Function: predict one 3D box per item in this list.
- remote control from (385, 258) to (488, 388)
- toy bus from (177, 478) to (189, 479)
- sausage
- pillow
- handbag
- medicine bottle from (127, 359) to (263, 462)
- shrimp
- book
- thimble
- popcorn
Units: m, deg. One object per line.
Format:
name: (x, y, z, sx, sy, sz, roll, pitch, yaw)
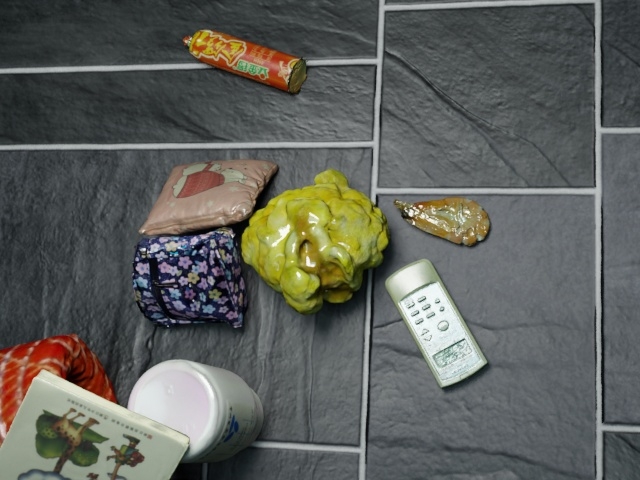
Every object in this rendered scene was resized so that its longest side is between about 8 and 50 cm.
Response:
remote control: (0.208, 0.149, 1.751, 0.098, 0.038, 0.233, -29, 75, 5)
toy bus: (-0.272, 0.597, 1.676, 0.162, 0.194, 0.323, 23, 84, 14)
sausage: (-0.158, -0.363, 1.916, 0.264, 0.083, 0.083, 20, 83, 16)
pillow: (-0.210, -0.087, 1.816, 0.223, 0.236, 0.084, -3, 120, 16)
handbag: (-0.246, 0.075, 1.785, 0.208, 0.228, 0.126, 1, 44, 12)
medicine bottle: (-0.205, 0.301, 1.673, 0.170, 0.293, 0.170, -3, 78, 13)
shrimp: (0.224, -0.044, 1.789, 0.184, 0.043, 0.091, 11, 74, 7)
book: (-0.403, 0.405, 1.530, 0.260, 0.043, 0.371, 27, 110, -9)
thimble: (-0.499, 0.346, 1.708, 0.231, 0.350, 0.350, -14, 76, 6)
popcorn: (0.000, 0.000, 1.730, 0.250, 0.235, 0.242, -41, 59, -10)
